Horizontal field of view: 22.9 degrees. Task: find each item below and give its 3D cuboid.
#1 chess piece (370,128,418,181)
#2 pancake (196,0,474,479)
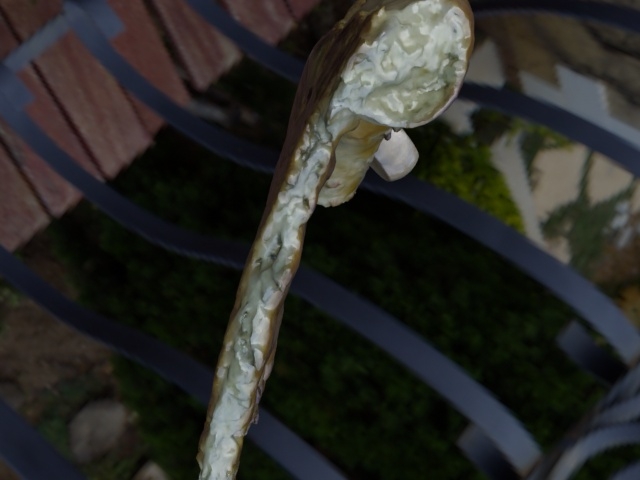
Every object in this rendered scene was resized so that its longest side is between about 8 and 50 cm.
[{"bbox_3d":[0.050,-0.091,1.407,0.038,0.084,0.083,-44,139,-5],"label":"chess piece"},{"bbox_3d":[0.000,0.000,0.666,0.266,0.057,0.244,116,-9,-70],"label":"pancake"}]
